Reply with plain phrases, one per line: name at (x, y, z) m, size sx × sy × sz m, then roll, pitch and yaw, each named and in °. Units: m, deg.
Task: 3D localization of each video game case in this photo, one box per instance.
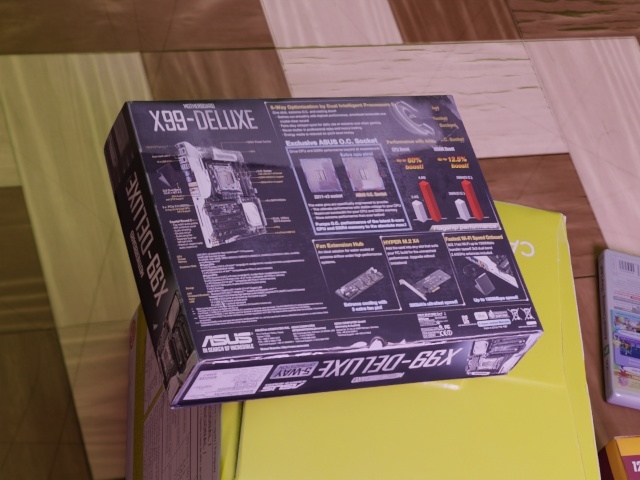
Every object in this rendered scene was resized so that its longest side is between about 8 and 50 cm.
video game case at (0.415, 0.116, 1.972) m, size 0.212 × 0.023 × 0.193 m, roll 13°, pitch 54°, yaw -15°

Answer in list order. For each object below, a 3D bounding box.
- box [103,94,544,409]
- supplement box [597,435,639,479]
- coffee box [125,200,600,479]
box at (0.000, 0.000, 1.419) m, size 0.307 × 0.076 × 0.242 m, roll -4°, pitch 59°, yaw -26°
supplement box at (0.322, 0.312, 1.697) m, size 0.129 × 0.194 × 0.191 m, roll 0°, pitch 59°, yaw -22°
coffee box at (0.022, 0.167, 1.579) m, size 0.337 × 0.334 × 0.338 m, roll 10°, pitch 56°, yaw -17°
